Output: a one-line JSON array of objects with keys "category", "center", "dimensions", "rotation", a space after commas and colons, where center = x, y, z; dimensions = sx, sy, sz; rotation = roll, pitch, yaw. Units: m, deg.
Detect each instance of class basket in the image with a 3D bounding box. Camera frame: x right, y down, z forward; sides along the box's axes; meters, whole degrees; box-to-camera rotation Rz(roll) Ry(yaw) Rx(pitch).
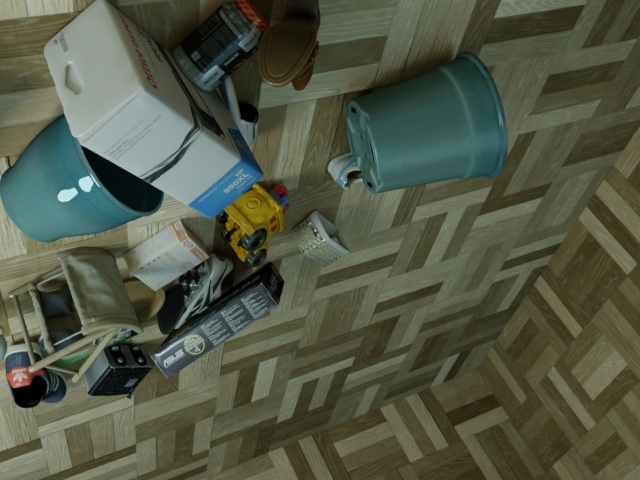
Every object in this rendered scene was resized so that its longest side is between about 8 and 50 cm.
[{"category": "basket", "center": [0.000, 0.000, 2.286], "dimensions": [0.103, 0.113, 0.167], "rotation": [-34, 149, 13]}]

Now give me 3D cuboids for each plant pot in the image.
[{"category": "plant pot", "center": [-0.572, 0.186, 2.134], "dimensions": [0.236, 0.032, 0.236], "rotation": [-22, 149, -15]}, {"category": "plant pot", "center": [-0.517, -0.125, 1.537], "dimensions": [0.255, 0.271, 0.272], "rotation": [-25, 151, 17]}, {"category": "plant pot", "center": [0.262, -0.285, 1.923], "dimensions": [0.334, 0.341, 0.341], "rotation": [-17, 147, -9]}]

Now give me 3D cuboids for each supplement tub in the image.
[{"category": "supplement tub", "center": [-0.202, -0.411, 1.518], "dimensions": [0.190, 0.117, 0.117], "rotation": [-38, 148, 13]}]

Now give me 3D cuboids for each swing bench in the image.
[{"category": "swing bench", "center": [-0.624, 0.180, 1.865], "dimensions": [0.255, 0.253, 0.165], "rotation": [-38, 148, 10]}]

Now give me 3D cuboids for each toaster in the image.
[{"category": "toaster", "center": [-0.647, 0.414, 2.318], "dimensions": [0.168, 0.110, 0.185], "rotation": [10, 130, -47]}]

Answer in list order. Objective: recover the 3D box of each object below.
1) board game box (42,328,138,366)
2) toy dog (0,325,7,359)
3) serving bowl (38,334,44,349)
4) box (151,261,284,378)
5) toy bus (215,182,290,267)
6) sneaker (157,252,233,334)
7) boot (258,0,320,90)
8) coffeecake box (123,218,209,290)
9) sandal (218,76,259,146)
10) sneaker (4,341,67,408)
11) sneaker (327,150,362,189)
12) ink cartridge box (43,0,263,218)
[{"category": "board game box", "center": [-0.663, 0.285, 2.141], "dimensions": [0.260, 0.030, 0.136], "rotation": [-23, 151, -11]}, {"category": "toy dog", "center": [-0.894, 0.174, 1.723], "dimensions": [0.161, 0.220, 0.334], "rotation": [-65, 155, -5]}, {"category": "serving bowl", "center": [-0.771, 0.280, 2.100], "dimensions": [0.083, 0.027, 0.083], "rotation": [-21, 148, -14]}, {"category": "box", "center": [-0.298, 0.235, 2.219], "dimensions": [0.395, 0.097, 0.318], "rotation": [-34, -171, 7]}, {"category": "toy bus", "center": [-0.168, -0.056, 2.054], "dimensions": [0.211, 0.149, 0.220], "rotation": [-38, 155, -21]}, {"category": "sneaker", "center": [-0.371, 0.170, 2.196], "dimensions": [0.146, 0.122, 0.330], "rotation": [9, 132, -44]}, {"category": "boot", "center": [-0.063, -0.390, 1.558], "dimensions": [0.109, 0.283, 0.220], "rotation": [7, 153, 1]}, {"category": "coffeecake box", "center": [-0.424, 0.043, 2.021], "dimensions": [0.185, 0.068, 0.142], "rotation": [-32, 148, 1]}, {"category": "sandal", "center": [-0.181, -0.298, 1.712], "dimensions": [0.076, 0.102, 0.265], "rotation": [-21, 146, -12]}, {"category": "sneaker", "center": [-0.831, 0.434, 2.127], "dimensions": [0.131, 0.148, 0.350], "rotation": [-13, 148, -5]}, {"category": "sneaker", "center": [0.139, -0.228, 2.096], "dimensions": [0.229, 0.092, 0.087], "rotation": [-31, 147, -2]}, {"category": "ink cartridge box", "center": [-0.326, -0.253, 1.470], "dimensions": [0.166, 0.285, 0.395], "rotation": [-37, 149, 12]}]
